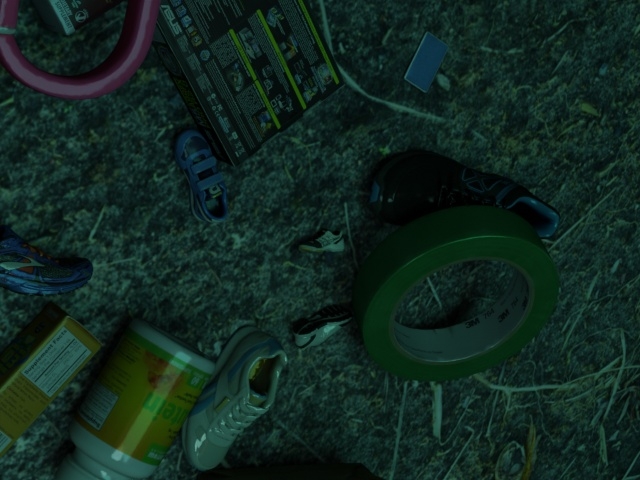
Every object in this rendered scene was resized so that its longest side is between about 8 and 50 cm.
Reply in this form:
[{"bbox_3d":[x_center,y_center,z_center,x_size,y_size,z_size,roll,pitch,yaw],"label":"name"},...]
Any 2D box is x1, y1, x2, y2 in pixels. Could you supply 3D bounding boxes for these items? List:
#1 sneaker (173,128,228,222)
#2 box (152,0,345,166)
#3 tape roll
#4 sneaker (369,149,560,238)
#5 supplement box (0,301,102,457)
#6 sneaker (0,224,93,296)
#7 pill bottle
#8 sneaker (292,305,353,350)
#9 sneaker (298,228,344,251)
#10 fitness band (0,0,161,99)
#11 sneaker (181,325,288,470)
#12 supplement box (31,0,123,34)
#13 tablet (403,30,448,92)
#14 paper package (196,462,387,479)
[{"bbox_3d":[-0.161,-0.088,1.671,0.053,0.059,0.144,-28,118,-23],"label":"sneaker"},{"bbox_3d":[-0.107,-0.271,1.651,0.216,0.060,0.270,-40,124,-19],"label":"box"},{"bbox_3d":[0.212,0.088,1.886,0.321,0.077,0.321,-9,134,-9],"label":"tape roll"},{"bbox_3d":[0.234,-0.065,1.907,0.341,0.140,0.125,3,105,-35],"label":"sneaker"},{"bbox_3d":[-0.401,0.194,1.584,0.233,0.078,0.080,-47,123,-14],"label":"supplement box"},{"bbox_3d":[-0.392,0.025,1.536,0.221,0.083,0.087,5,94,-39],"label":"sneaker"},{"bbox_3d":[-0.262,0.243,1.659,0.136,0.136,0.245,33,85,-37],"label":"pill bottle"},{"bbox_3d":[0.003,0.137,1.879,0.109,0.040,0.043,-20,132,-25],"label":"sneaker"},{"bbox_3d":[0.000,0.000,1.836,0.083,0.032,0.037,-3,93,-40],"label":"sneaker"},{"bbox_3d":[-0.286,-0.312,1.424,0.209,0.054,0.290,4,104,-36],"label":"fitness band"},{"bbox_3d":[-0.130,0.242,1.780,0.087,0.092,0.228,26,91,-39],"label":"sneaker"},{"bbox_3d":[-0.262,-0.374,1.500,0.239,0.073,0.130,-38,123,-21],"label":"supplement box"},{"bbox_3d":[0.165,-0.279,1.872,0.054,0.006,0.083,27,88,-37],"label":"tablet"},{"bbox_3d":[-0.037,0.520,1.831,0.309,0.168,0.324,2,93,-26],"label":"paper package"}]
